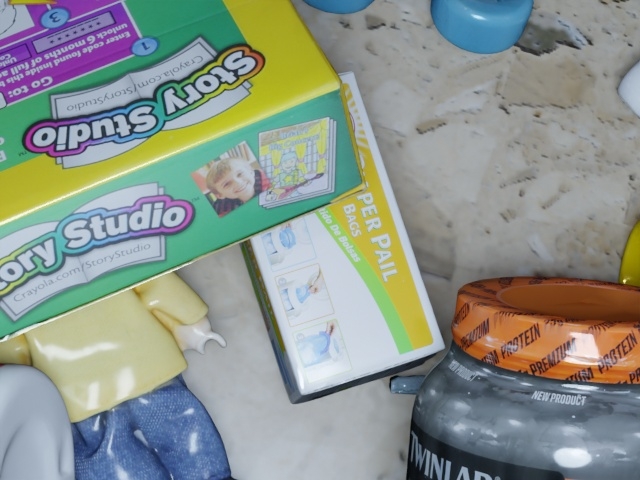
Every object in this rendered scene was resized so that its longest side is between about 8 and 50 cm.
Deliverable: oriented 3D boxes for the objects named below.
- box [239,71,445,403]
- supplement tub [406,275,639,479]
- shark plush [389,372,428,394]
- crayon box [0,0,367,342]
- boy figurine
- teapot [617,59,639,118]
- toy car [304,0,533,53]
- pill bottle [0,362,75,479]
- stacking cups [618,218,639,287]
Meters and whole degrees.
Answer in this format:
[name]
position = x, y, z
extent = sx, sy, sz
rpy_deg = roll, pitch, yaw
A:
[box]
position = 0.000, 0.000, 1.322
extent = 0.103, 0.114, 0.203
rpy_deg = -17, 83, -7
[supplement tub]
position = 0.154, 0.203, 1.223
extent = 0.207, 0.207, 0.338
rpy_deg = 3, 99, -5
[shark plush]
position = 0.132, 0.100, 1.343
extent = 0.161, 0.067, 0.073
rpy_deg = 18, 82, -2
[crayon box]
position = -0.198, -0.093, 1.242
extent = 0.362, 0.106, 0.313
rpy_deg = -23, 49, -7
[boy figurine]
position = -0.161, 0.076, 1.310
extent = 0.177, 0.092, 0.285
rpy_deg = -28, 85, -8
[teapot]
position = 0.278, -0.245, 1.307
extent = 0.187, 0.252, 0.256
rpy_deg = -12, 80, -15
[toy car]
position = 0.097, -0.301, 1.356
extent = 0.210, 0.219, 0.238
rpy_deg = 15, 53, -3
[pill bottle]
position = -0.315, 0.154, 1.221
extent = 0.283, 0.161, 0.161
rpy_deg = 1, 82, 16
[stacking cups]
position = 0.376, 0.047, 1.357
extent = 0.316, 0.096, 0.096
rpy_deg = 6, 82, -4
